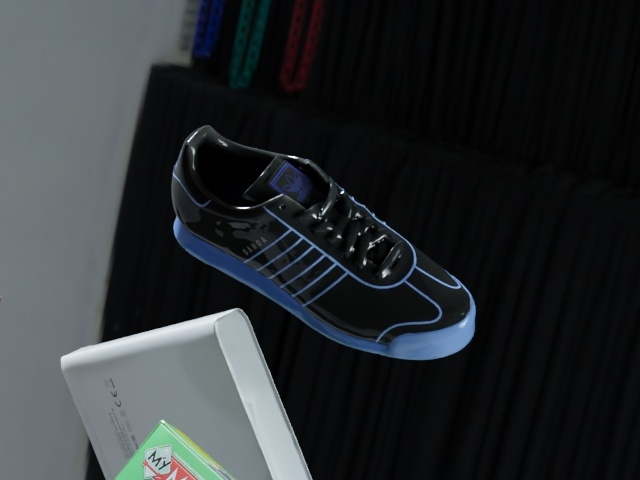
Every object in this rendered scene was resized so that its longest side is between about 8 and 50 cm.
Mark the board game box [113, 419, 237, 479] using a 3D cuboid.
[{"bbox_3d":[-0.064,0.284,0.738,0.317,0.213,0.046,33,-10,38],"label":"board game box"}]

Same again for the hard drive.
[{"bbox_3d":[-0.135,0.184,1.132,0.040,0.203,0.307,-24,4,-39],"label":"hard drive"}]

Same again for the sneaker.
[{"bbox_3d":[0.000,0.000,0.791,0.232,0.090,0.081,23,51,13],"label":"sneaker"}]
